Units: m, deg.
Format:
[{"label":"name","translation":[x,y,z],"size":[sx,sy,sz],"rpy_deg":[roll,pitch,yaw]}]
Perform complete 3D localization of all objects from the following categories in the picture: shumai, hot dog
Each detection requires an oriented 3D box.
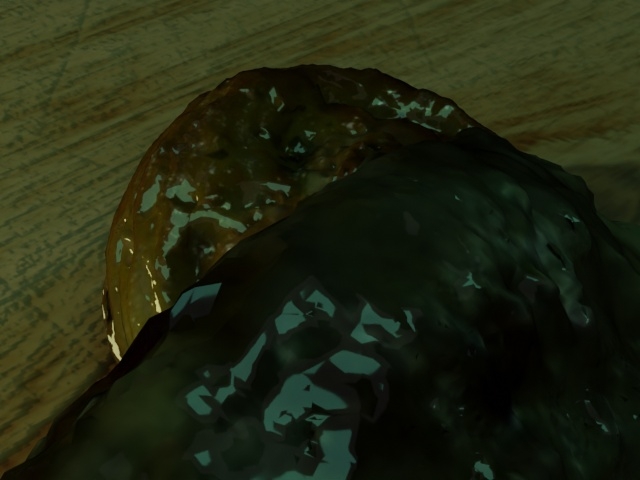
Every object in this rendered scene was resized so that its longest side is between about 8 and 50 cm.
[{"label":"shumai","translation":[0.054,0.187,0.584],"size":[0.348,0.395,0.395],"rpy_deg":[43,40,7]},{"label":"hot dog","translation":[0.000,0.000,0.972],"size":[0.196,0.122,0.272],"rpy_deg":[26,34,17]}]
